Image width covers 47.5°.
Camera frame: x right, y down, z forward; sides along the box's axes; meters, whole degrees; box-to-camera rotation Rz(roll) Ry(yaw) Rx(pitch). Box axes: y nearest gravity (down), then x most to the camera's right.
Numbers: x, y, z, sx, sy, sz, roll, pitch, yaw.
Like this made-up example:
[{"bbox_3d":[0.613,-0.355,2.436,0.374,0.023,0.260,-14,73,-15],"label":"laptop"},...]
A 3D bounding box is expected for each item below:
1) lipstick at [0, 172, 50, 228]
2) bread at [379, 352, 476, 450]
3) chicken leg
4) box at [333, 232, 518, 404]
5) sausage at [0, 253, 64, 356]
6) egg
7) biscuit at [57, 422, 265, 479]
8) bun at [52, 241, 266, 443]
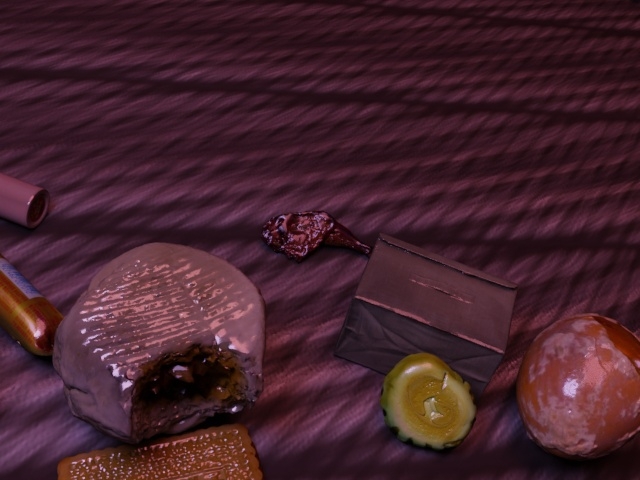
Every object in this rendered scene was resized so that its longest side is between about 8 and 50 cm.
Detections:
[{"bbox_3d":[-0.575,-0.094,1.189,0.254,0.070,0.070,20,44,5],"label":"lipstick"},{"bbox_3d":[0.152,0.228,1.031,0.139,0.130,0.071,23,2,1],"label":"bread"},{"bbox_3d":[-0.002,-0.007,1.270,0.205,0.053,0.093,-5,70,-10],"label":"chicken leg"},{"bbox_3d":[0.161,0.119,1.109,0.231,0.155,0.149,21,44,5],"label":"box"},{"bbox_3d":[-0.477,0.057,1.060,0.371,0.082,0.082,37,48,21],"label":"sausage"},{"bbox_3d":[0.380,0.212,1.050,0.195,0.195,0.233,36,46,20],"label":"egg"},{"bbox_3d":[-0.188,0.320,0.902,0.254,0.029,0.172,-6,45,-21],"label":"biscuit"},{"bbox_3d":[-0.207,0.144,0.951,0.281,0.205,0.282,6,47,-7],"label":"bun"}]
